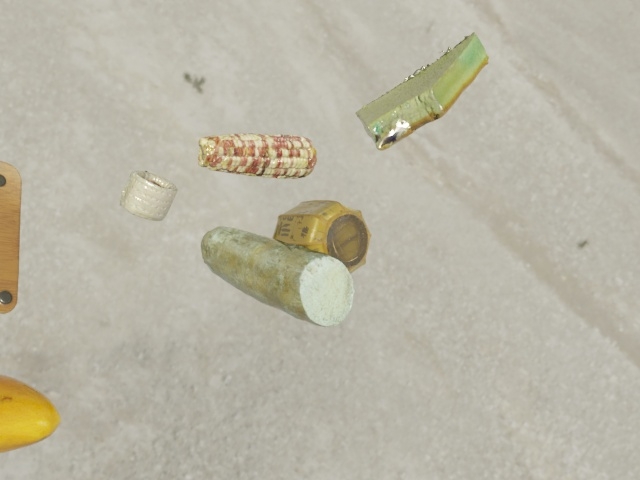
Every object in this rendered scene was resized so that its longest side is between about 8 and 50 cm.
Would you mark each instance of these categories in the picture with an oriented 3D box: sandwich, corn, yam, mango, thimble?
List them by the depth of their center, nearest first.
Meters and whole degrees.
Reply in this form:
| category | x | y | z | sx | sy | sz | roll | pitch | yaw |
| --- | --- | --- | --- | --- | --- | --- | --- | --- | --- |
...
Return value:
| category | x | y | z | sx | sy | sz | roll | pitch | yaw |
| --- | --- | --- | --- | --- | --- | --- | --- | --- | --- |
| mango | -0.496 | 0.255 | 1.292 | 0.217 | 0.102 | 0.141 | 11 | 6 | -20 |
| sandwich | 0.179 | -0.235 | 1.391 | 0.063 | 0.245 | 0.212 | 53 | 7 | -15 |
| corn | -0.103 | -0.142 | 1.430 | 0.237 | 0.079 | 0.079 | 0 | 37 | -43 |
| yam | -0.095 | 0.051 | 1.626 | 0.330 | 0.133 | 0.133 | 21 | 20 | 36 |
| thimble | -0.389 | -0.099 | 1.970 | 0.115 | 0.090 | 0.102 | 18 | 15 | -37 |

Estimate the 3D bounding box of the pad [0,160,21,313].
| category | x | y | z | sx | sy | sz | roll | pitch | yaw |
| --- | --- | --- | --- | --- | --- | --- | --- | --- | --- |
| pad | -0.648 | -0.022 | 1.455 | 0.286 | 0.018 | 0.284 | 8 | 66 | -33 |

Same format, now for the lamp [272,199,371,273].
| category | x | y | z | sx | sy | sz | roll | pitch | yaw |
| --- | --- | --- | --- | --- | --- | --- | --- | --- | --- |
| lamp | 0.000 | 0.000 | 1.710 | 0.161 | 0.161 | 0.185 | 3 | -1 | -38 |
